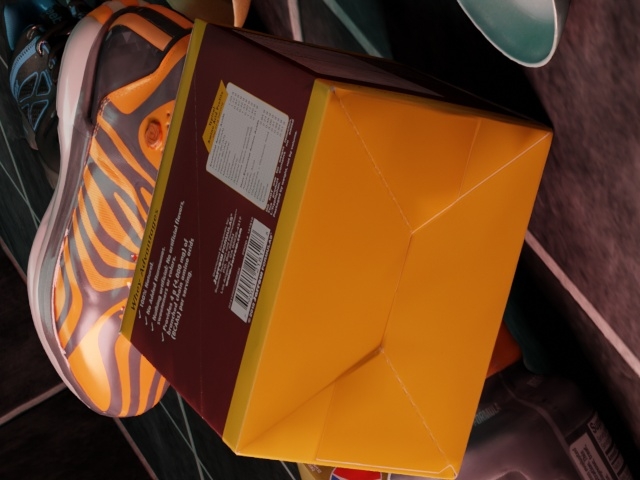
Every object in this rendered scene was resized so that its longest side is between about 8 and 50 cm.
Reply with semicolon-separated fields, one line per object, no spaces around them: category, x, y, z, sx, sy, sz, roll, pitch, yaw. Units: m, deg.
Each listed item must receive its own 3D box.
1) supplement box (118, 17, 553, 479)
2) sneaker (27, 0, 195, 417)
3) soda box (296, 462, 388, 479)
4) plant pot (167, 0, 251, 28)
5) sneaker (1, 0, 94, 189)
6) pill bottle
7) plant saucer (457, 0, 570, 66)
supplement box;0.000;0.000;1.069;0.194;0.129;0.191;35;113;62
sneaker;-0.107;0.003;1.394;0.180;0.124;0.321;28;126;43
soda box;0.051;0.238;1.695;0.181;0.061;0.058;49;162;39
plant pot;-0.106;-0.243;1.349;0.236;0.032;0.236;54;165;22
sneaker;-0.219;-0.135;1.780;0.341;0.125;0.139;28;140;62
pill bottle;0.123;0.166;1.147;0.245;0.130;0.130;61;166;-1
plant saucer;0.081;-0.137;0.911;0.119;0.021;0.119;55;166;21
